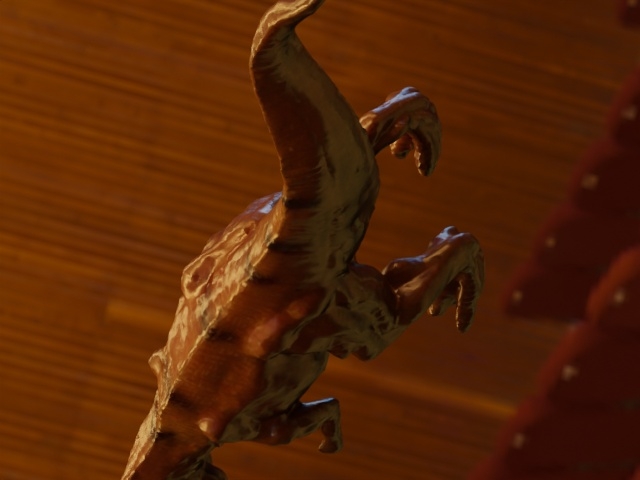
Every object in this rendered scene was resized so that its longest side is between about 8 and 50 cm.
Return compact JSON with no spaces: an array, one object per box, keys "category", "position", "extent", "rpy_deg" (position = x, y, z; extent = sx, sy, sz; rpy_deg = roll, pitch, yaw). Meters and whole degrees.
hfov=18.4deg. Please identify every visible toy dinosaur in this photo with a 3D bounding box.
[{"category":"toy dinosaur","position":[0.000,0.000,0.910],"extent":[0.208,0.097,0.432],"rpy_deg":[-31,-29,-37]}]
